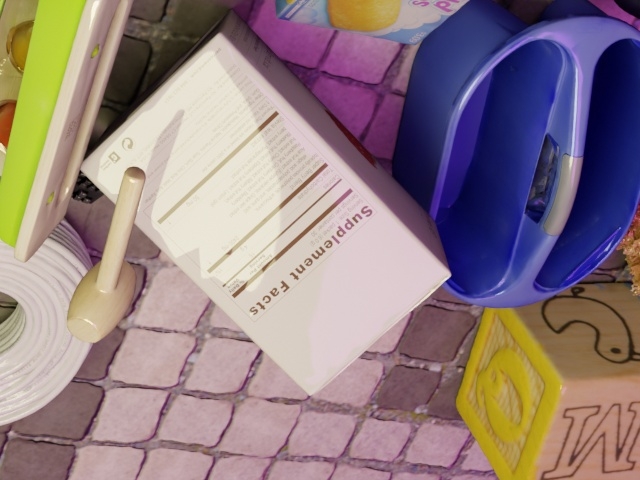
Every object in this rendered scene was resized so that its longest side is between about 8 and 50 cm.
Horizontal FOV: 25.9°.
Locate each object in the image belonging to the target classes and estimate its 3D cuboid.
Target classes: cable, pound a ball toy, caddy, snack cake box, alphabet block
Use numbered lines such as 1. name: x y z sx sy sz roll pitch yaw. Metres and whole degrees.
1. cable: -0.345 0.069 1.356 0.257 0.089 0.257 24 113 -34
2. pound a ball toy: -0.203 -0.099 1.093 0.208 0.135 0.319 25 128 0
3. caddy: 0.214 -0.089 1.412 0.241 0.179 0.341 -4 126 -19
4. snack cake box: 0.084 -0.271 1.192 0.152 0.089 0.264 7 158 -26
5. alphabet block: 0.301 0.177 1.641 0.197 0.192 0.193 -2 123 -23

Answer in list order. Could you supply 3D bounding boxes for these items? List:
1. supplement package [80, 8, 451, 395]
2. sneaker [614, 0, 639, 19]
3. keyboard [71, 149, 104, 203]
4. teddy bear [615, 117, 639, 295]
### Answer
1. supplement package: -0.045 -0.039 1.272 0.175 0.177 0.293 -42 102 11
2. sneaker: 0.442 -0.241 1.422 0.319 0.131 0.112 -1 125 -22
3. keyboard: -0.269 -0.080 1.291 0.180 0.023 0.108 18 144 -33
4. teddy bear: 0.423 -0.064 1.562 0.245 0.113 0.338 -9 128 -19
